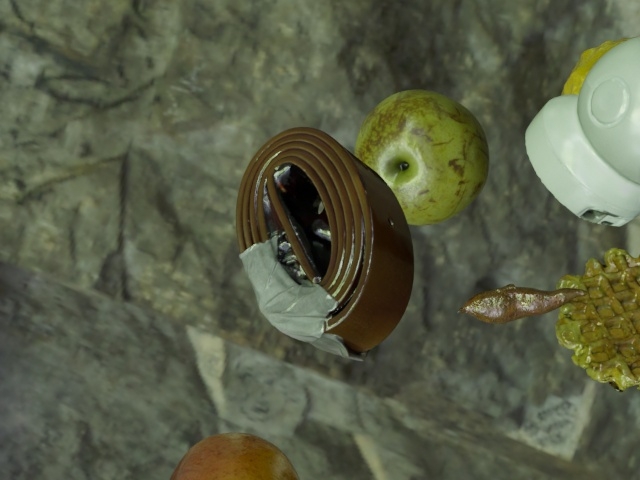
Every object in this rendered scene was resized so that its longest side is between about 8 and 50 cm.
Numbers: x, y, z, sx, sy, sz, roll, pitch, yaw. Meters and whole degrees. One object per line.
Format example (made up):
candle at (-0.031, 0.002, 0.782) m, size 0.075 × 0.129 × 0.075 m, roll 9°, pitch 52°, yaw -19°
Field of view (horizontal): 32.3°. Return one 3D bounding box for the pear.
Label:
pear at (0.205, -0.169, 2.211) m, size 0.283 × 0.283 × 0.284 m, roll -38°, pitch -43°, yaw -46°

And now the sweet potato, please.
sweet potato at (0.352, 0.108, 1.935) m, size 0.068 × 0.226 × 0.068 m, roll -8°, pitch -90°, yaw -81°

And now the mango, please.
mango at (-0.087, 0.361, 1.277) m, size 0.199 × 0.350 × 0.201 m, roll 22°, pitch -78°, yaw -20°

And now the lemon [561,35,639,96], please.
lemon at (0.483, -0.188, 1.634) m, size 0.233 × 0.288 × 0.234 m, roll -5°, pitch -82°, yaw -46°

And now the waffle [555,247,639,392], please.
waffle at (0.558, 0.144, 1.919) m, size 0.302 × 0.324 × 0.068 m, roll -52°, pitch -31°, yaw -34°

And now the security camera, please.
security camera at (0.395, -0.151, 1.373) m, size 0.194 × 0.195 × 0.236 m, roll -31°, pitch -12°, yaw -50°

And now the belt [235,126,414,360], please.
belt at (0.000, 0.000, 1.506) m, size 0.217 × 0.339 × 0.122 m, roll -34°, pitch -40°, yaw 19°
